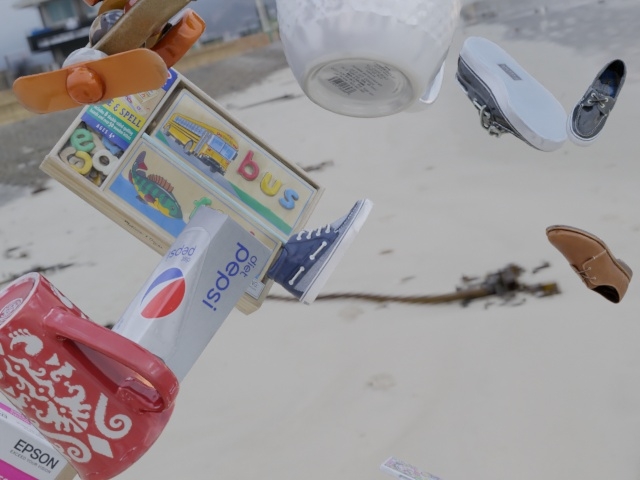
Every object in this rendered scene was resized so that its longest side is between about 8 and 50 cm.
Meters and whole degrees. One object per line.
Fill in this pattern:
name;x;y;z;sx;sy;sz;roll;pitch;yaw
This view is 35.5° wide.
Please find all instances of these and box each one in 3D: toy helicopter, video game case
toy helicopter;-0.186;-0.232;1.034;0.355;0.140;0.235;-14;36;57
video game case;0.154;0.365;1.529;0.122;0.011;0.087;22;2;14

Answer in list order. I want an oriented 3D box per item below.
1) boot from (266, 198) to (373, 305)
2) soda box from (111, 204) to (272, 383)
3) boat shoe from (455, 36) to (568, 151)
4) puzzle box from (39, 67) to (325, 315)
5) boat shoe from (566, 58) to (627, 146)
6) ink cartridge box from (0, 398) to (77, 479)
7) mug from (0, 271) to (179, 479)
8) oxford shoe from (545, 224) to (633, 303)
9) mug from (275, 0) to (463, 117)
boot;0.000;0.000;1.533;0.190;0.086;0.069;-56;-1;-8
soda box;-0.197;0.095;1.397;0.286;0.098;0.091;-55;33;-9
boat shoe;0.325;-0.237;1.764;0.113;0.105;0.306;-9;46;-30
puzzle box;-0.208;-0.102;1.620;0.052;0.409;0.272;-31;26;55
boat shoe;0.361;-0.182;1.302;0.049;0.040;0.142;27;60;10
ink cartridge box;-0.514;0.345;1.520;0.193;0.234;0.088;-52;29;-1
mug;-0.210;0.107;0.879;0.150;0.169;0.113;-34;24;13
oxford shoe;0.495;0.043;1.844;0.076;0.212;0.076;-26;35;54
mug;0.094;-0.339;1.472;0.276;0.328;0.374;-7;-26;28
